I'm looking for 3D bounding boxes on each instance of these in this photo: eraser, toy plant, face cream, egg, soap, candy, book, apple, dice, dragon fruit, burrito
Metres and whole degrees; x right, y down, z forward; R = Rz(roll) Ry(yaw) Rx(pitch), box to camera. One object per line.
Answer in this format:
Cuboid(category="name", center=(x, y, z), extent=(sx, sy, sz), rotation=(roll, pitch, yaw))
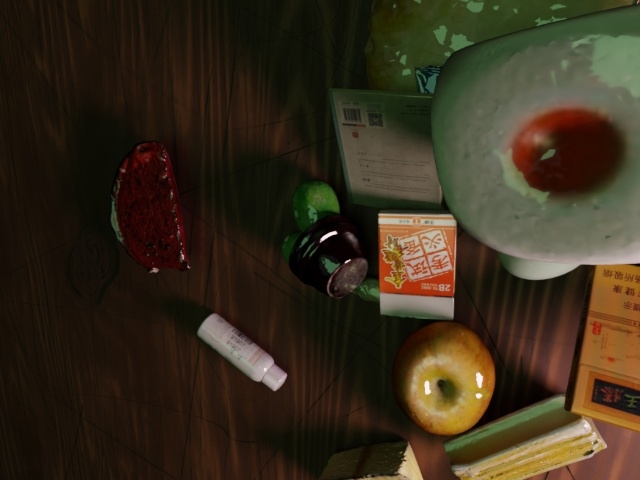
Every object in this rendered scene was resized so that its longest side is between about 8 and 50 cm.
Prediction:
Cuboid(category="eraser", center=(0.202, 0.051, 0.971), extent=(0.157, 0.038, 0.230), rotation=(2, 107, 16))
Cuboid(category="toy plant", center=(0.000, 0.000, 1.028), extent=(0.235, 0.175, 0.218), rotation=(48, 128, 34))
Cuboid(category="face cream", center=(-0.208, 0.303, 1.250), extent=(0.269, 0.082, 0.082), rotation=(34, 116, 12))
Cuboid(category="egg", center=(0.407, -0.010, 0.837), extent=(0.149, 0.149, 0.192), rotation=(43, 123, 8))
Cuboid(category="soap", center=(0.409, 0.413, 0.938), extent=(0.274, 0.089, 0.173), rotation=(-33, 130, 19))
Cuboid(category="candy", center=(0.199, -0.241, 0.823), extent=(0.088, 0.038, 0.136), rotation=(20, 130, 22))
Cuboid(category="book", center=(0.133, -0.165, 0.906), extent=(0.214, 0.025, 0.283), rotation=(12, 142, 22))
Cuboid(category="apple", center=(0.259, 0.283, 0.982), extent=(0.210, 0.173, 0.235), rotation=(35, 106, 10))
Cuboid(category="dice", center=(0.344, -0.143, 0.599), extent=(0.304, 0.304, 0.277), rotation=(-2, 110, 39))
Cuboid(category="dragon fruit", center=(-0.454, -0.084, 1.240), extent=(0.282, 0.100, 0.344), rotation=(-4, 100, 27))
Cuboid(category="burrito", center=(0.143, 0.120, 1.056), extent=(0.188, 0.045, 0.058), rotation=(14, 125, 17))

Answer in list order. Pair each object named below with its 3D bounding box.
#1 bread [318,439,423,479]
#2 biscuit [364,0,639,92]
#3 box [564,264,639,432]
Cuboid(category="bread", center=(0.139, 0.619, 1.151), extent=(0.240, 0.135, 0.178), rotation=(-21, 95, 26))
Cuboid(category="biscuit", center=(0.290, -0.324, 0.812), extent=(0.446, 0.104, 0.429), rotation=(16, 125, 22))
Cuboid(category="box", center=(0.545, 0.185, 0.803), extent=(0.174, 0.076, 0.274), rotation=(12, 78, 22))
